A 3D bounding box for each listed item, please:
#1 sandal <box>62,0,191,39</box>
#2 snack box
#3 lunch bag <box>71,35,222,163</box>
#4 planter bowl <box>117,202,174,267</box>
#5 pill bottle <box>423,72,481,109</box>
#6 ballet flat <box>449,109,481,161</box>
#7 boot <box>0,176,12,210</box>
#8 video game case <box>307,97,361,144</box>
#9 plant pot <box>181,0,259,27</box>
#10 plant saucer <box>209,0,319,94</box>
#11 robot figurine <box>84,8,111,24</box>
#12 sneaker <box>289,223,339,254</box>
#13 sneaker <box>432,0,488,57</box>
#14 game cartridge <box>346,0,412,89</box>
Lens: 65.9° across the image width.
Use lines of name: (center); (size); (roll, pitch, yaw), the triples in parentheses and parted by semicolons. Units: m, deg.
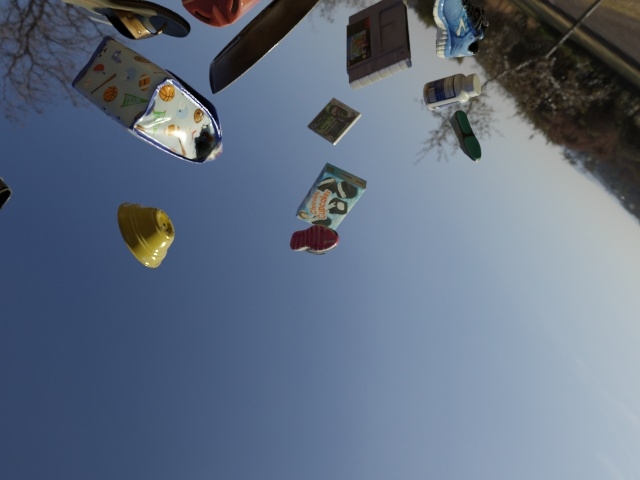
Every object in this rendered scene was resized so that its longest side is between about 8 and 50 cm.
sandal: (-0.340, -0.387, 0.863); (0.219, 0.060, 0.090); (4, -177, -37)
snack box: (0.039, -0.174, 2.094); (0.187, 0.322, 0.060); (23, -130, -12)
lunch bag: (-0.517, -0.428, 1.595); (0.328, 0.239, 0.385); (38, -179, 24)
planter bowl: (-0.510, -0.034, 1.501); (0.217, 0.090, 0.217); (-24, -90, -81)
pill bottle: (0.307, -0.350, 1.151); (0.067, 0.120, 0.067); (6, -98, -51)
ballet flat: (0.537, -0.379, 1.831); (0.072, 0.068, 0.213); (-10, -105, -21)
boot: (-1.026, -0.234, 1.526); (0.222, 0.338, 0.118); (50, -145, 7)
video game case: (0.061, -0.547, 2.254); (0.173, 0.190, 0.022); (38, 173, 26)
plant pot: (-0.228, -0.700, 1.250); (0.272, 0.272, 0.265); (35, -123, -12)
plant saucer: (-0.116, -0.413, 0.976); (0.050, 0.310, 0.310); (45, -154, -24)
robot figurine: (-0.532, -0.636, 1.111); (0.353, 0.300, 0.200); (32, -127, 24)
sneaker: (0.000, 0.000, 1.168); (0.075, 0.170, 0.063); (8, -99, -35)
sneaker: (0.408, -0.652, 1.409); (0.147, 0.129, 0.330); (14, 166, 22)
game cartridge: (0.199, -0.710, 1.744); (0.068, 0.230, 0.355); (45, -141, -51)
